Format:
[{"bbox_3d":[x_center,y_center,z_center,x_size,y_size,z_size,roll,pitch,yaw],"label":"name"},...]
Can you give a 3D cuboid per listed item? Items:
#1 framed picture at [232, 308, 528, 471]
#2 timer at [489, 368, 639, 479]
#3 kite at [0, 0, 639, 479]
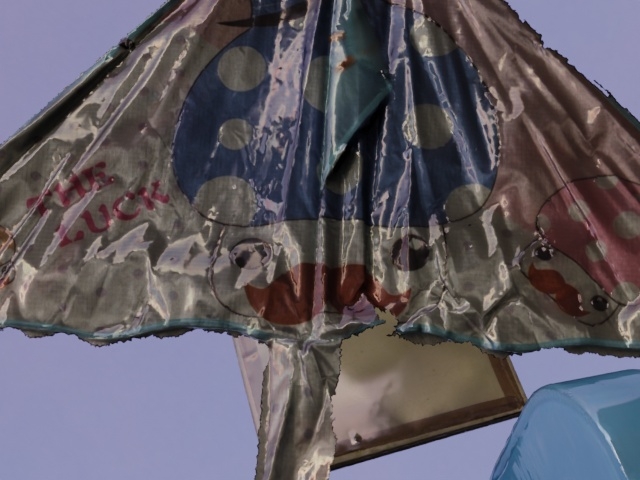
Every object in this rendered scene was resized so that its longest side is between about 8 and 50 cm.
[{"bbox_3d":[0.023,0.048,0.927,0.173,0.231,0.010,-15,-43,-2],"label":"framed picture"},{"bbox_3d":[0.117,0.178,0.383,0.091,0.250,0.232,-14,-32,-17],"label":"timer"},{"bbox_3d":[0.000,0.000,0.534,0.014,0.406,0.368,69,-156,-67],"label":"kite"}]
